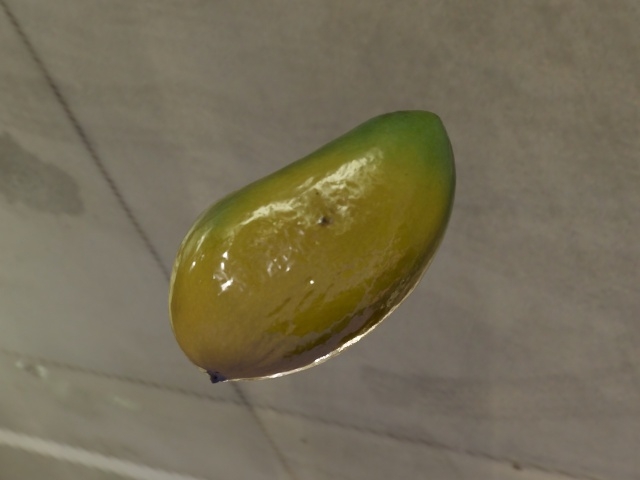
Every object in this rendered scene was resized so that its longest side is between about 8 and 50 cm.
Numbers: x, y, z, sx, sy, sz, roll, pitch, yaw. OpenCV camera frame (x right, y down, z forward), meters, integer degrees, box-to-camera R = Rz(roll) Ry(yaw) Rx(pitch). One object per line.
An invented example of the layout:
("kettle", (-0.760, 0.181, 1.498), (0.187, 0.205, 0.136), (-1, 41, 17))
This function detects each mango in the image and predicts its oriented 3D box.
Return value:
("mango", (0.002, 0.007, 0.840), (0.137, 0.237, 0.091), (60, 178, 15))
